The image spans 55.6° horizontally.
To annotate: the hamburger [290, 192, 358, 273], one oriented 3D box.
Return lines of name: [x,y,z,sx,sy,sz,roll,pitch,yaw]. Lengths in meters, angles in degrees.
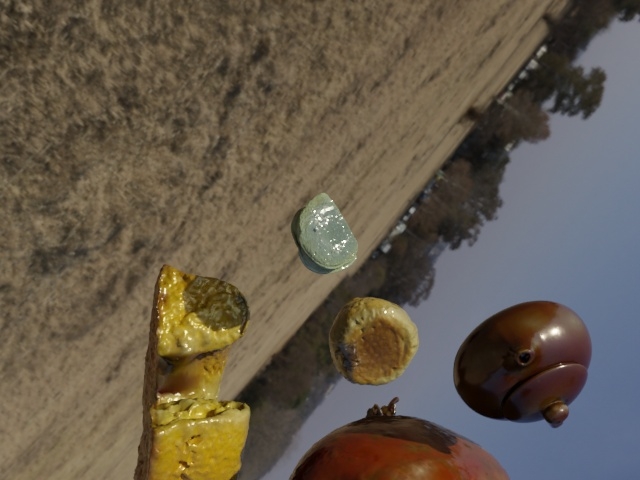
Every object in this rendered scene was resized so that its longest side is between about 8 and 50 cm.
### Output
hamburger: [0.001,0.000,0.925,0.084,0.121,0.054,-38,-171,-31]

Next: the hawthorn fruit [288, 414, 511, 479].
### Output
hawthorn fruit: [0.095,0.423,0.822,0.403,0.402,0.403,-51,175,-6]

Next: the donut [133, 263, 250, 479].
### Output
donut: [-0.233,0.286,1.082,0.378,0.163,0.435,116,-26,-45]

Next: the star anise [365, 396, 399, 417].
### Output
star anise: [0.147,0.462,1.550,0.234,0.073,0.177,-47,164,-28]

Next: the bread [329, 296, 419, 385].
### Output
bread: [0.128,0.250,1.554,0.244,0.244,0.134,-53,-159,17]

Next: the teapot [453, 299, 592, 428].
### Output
teapot: [0.266,0.177,0.761,0.178,0.135,0.252,-29,134,10]
